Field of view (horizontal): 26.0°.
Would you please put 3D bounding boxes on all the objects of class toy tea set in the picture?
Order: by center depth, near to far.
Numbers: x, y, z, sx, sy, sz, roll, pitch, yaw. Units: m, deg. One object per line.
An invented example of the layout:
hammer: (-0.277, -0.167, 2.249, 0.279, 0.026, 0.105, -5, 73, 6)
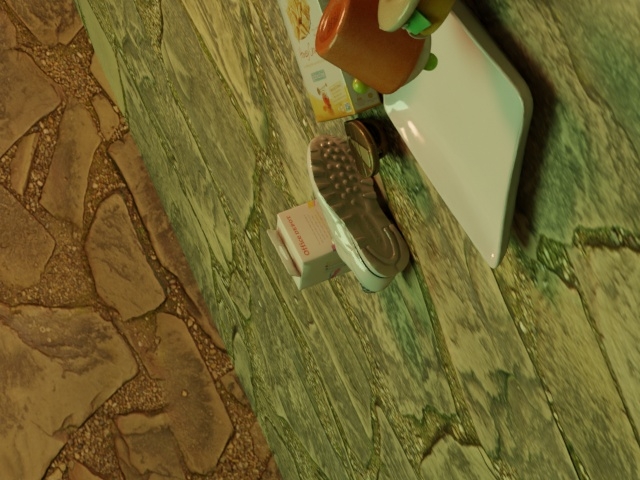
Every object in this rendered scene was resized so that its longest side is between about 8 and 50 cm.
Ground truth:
toy tea set: (0.114, -0.254, 1.324, 0.336, 0.124, 0.200, -8, 64, 67)

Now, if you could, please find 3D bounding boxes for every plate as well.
plate: (0.150, -0.151, 1.497, 0.277, 0.045, 0.278, 91, 154, -52)

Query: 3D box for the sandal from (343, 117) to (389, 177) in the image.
sandal: (0.065, -0.130, 1.839, 0.180, 0.049, 0.072, -110, 8, -78)

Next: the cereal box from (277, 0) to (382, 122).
cereal box: (0.000, -0.281, 1.848, 0.173, 0.047, 0.240, -178, 68, -74)

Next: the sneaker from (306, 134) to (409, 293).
sneaker: (0.036, -0.037, 1.948, 0.235, 0.090, 0.095, 66, 156, 15)

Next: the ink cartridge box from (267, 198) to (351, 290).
ink cartridge box: (0.000, 0.000, 2.038, 0.090, 0.143, 0.092, 97, 149, -60)
